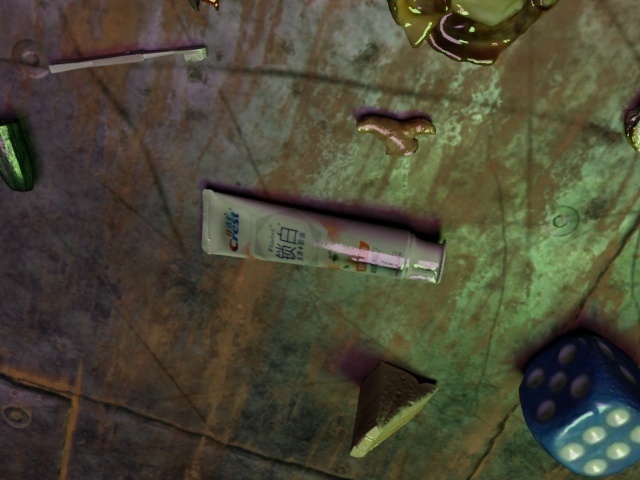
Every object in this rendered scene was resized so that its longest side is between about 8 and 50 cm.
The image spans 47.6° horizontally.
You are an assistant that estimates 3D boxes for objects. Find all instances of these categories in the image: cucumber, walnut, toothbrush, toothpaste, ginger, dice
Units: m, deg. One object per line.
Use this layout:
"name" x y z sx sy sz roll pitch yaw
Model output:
"cucumber" -0.396 -0.105 0.928 0.048 0.048 0.105 -1 122 6
"walnut" 0.173 -0.284 0.704 0.238 0.141 0.204 0 146 -5
"toothbrush" -0.229 -0.215 0.861 0.194 0.014 0.017 -3 123 7
"toothpaste" 0.000 0.000 0.953 0.323 0.066 0.100 9 123 6
"ginger" 0.090 -0.126 0.879 0.097 0.030 0.048 3 95 1
"dice" 0.376 0.230 1.013 0.146 0.146 0.143 33 118 -19

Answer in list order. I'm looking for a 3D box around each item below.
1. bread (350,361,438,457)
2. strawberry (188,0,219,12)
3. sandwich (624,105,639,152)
"bread" 0.109 0.261 1.056 0.105 0.152 0.077 27 122 -6
"strawberry" -0.090 -0.350 0.720 0.174 0.098 0.228 41 97 -2
"sandwich" 0.400 -0.147 0.829 0.104 0.036 0.093 -19 120 18
